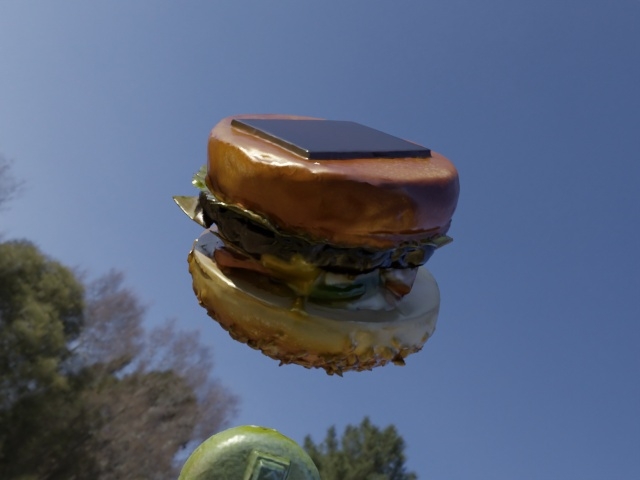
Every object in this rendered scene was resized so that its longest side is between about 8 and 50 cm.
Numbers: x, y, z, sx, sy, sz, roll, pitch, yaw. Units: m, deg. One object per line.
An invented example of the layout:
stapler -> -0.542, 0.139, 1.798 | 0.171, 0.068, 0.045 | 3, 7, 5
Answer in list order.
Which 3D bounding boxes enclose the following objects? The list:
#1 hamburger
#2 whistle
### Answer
hamburger -> 0.000, 0.000, 0.903 | 0.291, 0.291, 0.225 | 26, -67, 34
whistle -> -0.065, 0.226, 0.616 | 0.104, 0.198, 0.057 | 22, -6, -13
